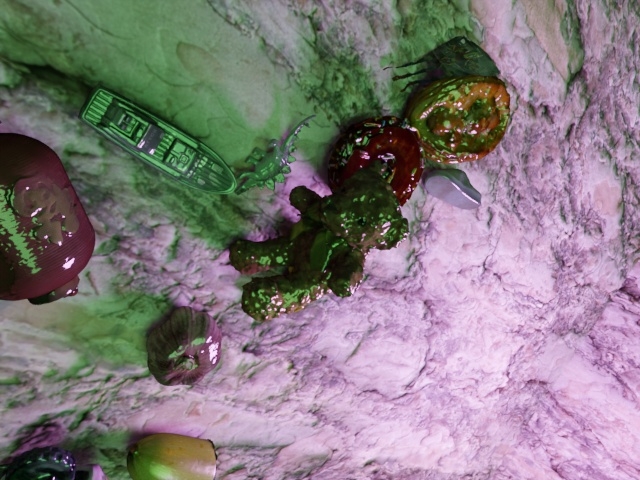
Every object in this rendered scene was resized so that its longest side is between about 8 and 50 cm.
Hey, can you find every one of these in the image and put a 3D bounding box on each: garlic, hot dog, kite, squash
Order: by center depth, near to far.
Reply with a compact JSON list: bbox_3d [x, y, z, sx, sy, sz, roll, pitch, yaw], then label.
[{"bbox_3d":[-0.257,0.211,0.813,0.147,0.102,0.159,23,98,-40],"label":"garlic"},{"bbox_3d":[-0.314,0.463,0.883,0.186,0.123,0.123,38,88,-40],"label":"squash"},{"bbox_3d":[0.252,-0.366,0.889,0.245,0.141,0.015,-22,150,-15],"label":"kite"},{"bbox_3d":[0.316,-0.279,0.960,0.272,0.122,0.196,-17,113,-29],"label":"hot dog"}]

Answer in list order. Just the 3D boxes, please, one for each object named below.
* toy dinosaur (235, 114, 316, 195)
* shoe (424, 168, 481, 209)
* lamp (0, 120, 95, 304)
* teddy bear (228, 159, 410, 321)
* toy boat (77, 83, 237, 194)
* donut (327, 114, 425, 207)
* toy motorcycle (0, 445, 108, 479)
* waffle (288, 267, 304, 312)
[{"bbox_3d":[-0.081,-0.157,0.798,0.209,0.039,0.082,-46,133,7],"label":"toy dinosaur"},{"bbox_3d":[0.338,-0.143,1.083,0.195,0.079,0.078,26,60,-31],"label":"shoe"},{"bbox_3d":[-0.407,-0.023,0.555,0.180,0.180,0.258,-24,121,-23],"label":"lamp"},{"bbox_3d":[-0.009,0.001,0.760,0.295,0.246,0.223,-12,143,-17],"label":"teddy bear"},{"bbox_3d":[-0.238,-0.142,0.671,0.260,0.085,0.078,31,92,-39],"label":"toy boat"},{"bbox_3d":[0.111,-0.153,0.900,0.235,0.089,0.235,-15,120,-27],"label":"donut"},{"bbox_3d":[-0.511,0.498,0.753,0.188,0.143,0.327,34,98,-40],"label":"toy motorcycle"},{"bbox_3d":[-0.054,0.071,0.919,0.149,0.051,0.194,19,101,-40],"label":"waffle"}]
